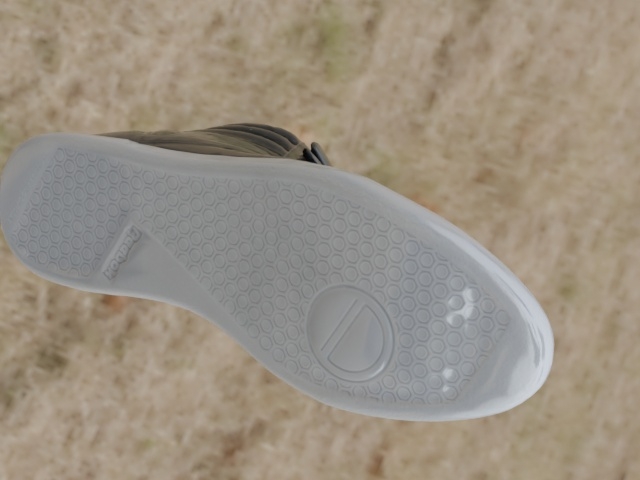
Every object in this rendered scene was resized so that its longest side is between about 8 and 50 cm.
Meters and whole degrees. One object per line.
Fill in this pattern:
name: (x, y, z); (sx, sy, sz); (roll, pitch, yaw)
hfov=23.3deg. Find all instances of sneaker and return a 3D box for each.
sneaker: (0.000, 0.000, 0.751); (0.147, 0.296, 0.104); (-14, 116, -55)
